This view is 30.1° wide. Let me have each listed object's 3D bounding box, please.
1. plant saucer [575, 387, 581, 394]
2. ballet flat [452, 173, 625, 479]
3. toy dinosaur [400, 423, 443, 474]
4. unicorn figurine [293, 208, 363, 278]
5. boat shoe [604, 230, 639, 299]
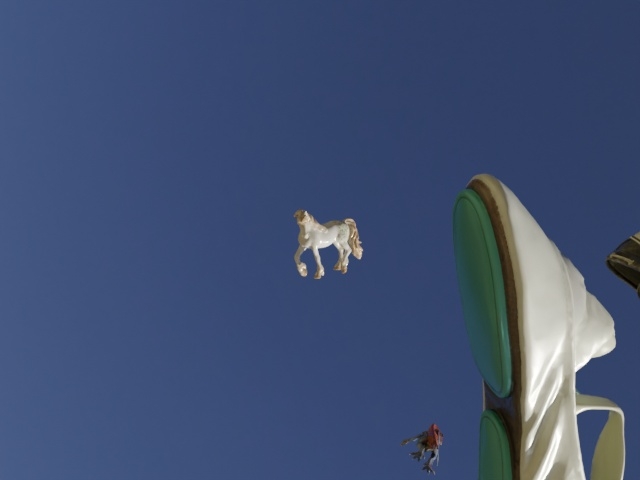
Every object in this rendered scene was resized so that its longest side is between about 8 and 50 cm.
[{"bbox_3d":[0.292,0.201,1.589,0.119,0.119,0.021,-26,-136,50],"label":"plant saucer"},{"bbox_3d":[0.195,0.127,1.031,0.139,0.139,0.400,13,-64,49],"label":"ballet flat"},{"bbox_3d":[0.140,0.248,1.457,0.047,0.082,0.090,41,-48,-6],"label":"toy dinosaur"},{"bbox_3d":[0.000,0.000,1.812,0.060,0.162,0.111,6,-75,33],"label":"unicorn figurine"},{"bbox_3d":[0.415,0.062,1.416,0.078,0.070,0.219,62,-4,-28],"label":"boat shoe"}]
